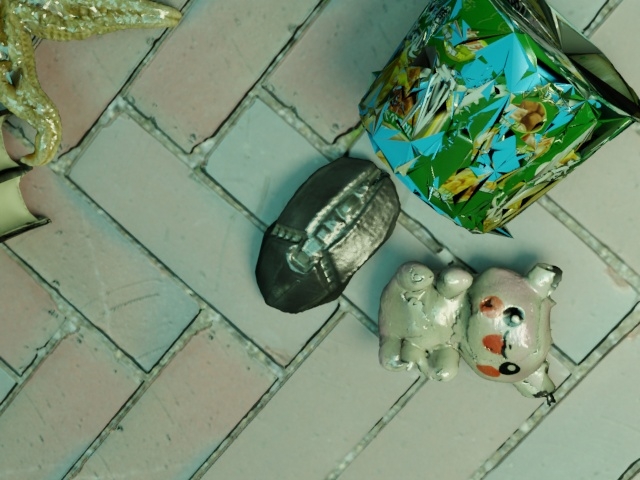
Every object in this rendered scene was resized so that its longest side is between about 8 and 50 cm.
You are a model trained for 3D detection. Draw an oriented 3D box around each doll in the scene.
[{"bbox_3d":[0.152,0.083,1.225,0.192,0.095,0.149,10,108,10],"label":"doll"}]

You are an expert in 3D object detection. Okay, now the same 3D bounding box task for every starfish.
[{"bbox_3d":[-0.322,-0.260,1.236,0.327,0.094,0.375,-20,100,-20],"label":"starfish"}]

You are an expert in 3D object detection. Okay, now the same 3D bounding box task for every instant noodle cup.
[{"bbox_3d":[0.155,-0.128,1.126,0.240,0.240,0.178,45,113,3],"label":"instant noodle cup"}]

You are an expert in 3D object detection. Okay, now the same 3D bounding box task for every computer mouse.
[{"bbox_3d":[0.000,0.000,1.264,0.106,0.062,0.192,42,108,3],"label":"computer mouse"}]

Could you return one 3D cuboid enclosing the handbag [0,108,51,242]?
[{"bbox_3d":[-0.457,-0.014,1.220,0.237,0.358,0.160,-11,99,16],"label":"handbag"}]
